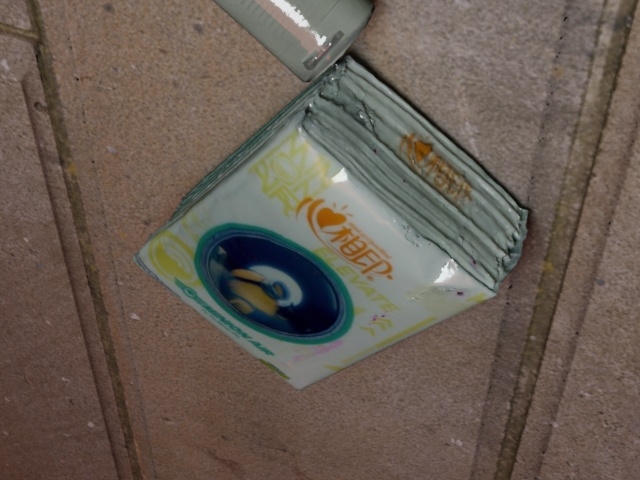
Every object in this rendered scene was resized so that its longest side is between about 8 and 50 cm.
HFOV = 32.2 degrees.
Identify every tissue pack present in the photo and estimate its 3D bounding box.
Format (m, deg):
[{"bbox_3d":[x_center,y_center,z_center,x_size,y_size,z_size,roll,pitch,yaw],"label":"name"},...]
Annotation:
[{"bbox_3d":[0.000,0.000,1.270,0.287,0.162,0.388,39,141,-15],"label":"tissue pack"}]

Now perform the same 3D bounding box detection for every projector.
[{"bbox_3d":[-0.103,-0.298,1.058,0.337,0.108,0.108,41,141,-12],"label":"projector"}]
